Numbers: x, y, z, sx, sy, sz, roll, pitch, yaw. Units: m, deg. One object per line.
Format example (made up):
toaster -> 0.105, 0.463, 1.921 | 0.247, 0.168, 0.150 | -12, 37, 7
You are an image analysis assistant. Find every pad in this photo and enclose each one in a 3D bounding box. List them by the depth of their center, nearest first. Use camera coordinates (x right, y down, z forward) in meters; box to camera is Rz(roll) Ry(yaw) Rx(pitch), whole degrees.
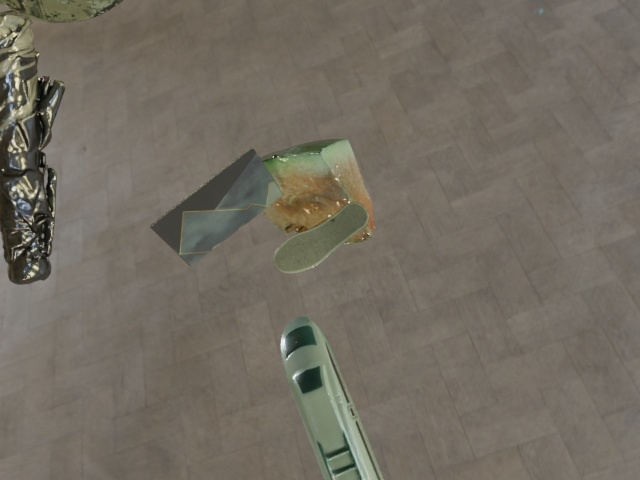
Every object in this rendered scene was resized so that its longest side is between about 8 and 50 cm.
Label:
pad -> -0.195, -0.060, 1.145 | 0.243, 0.163, 0.004 | -39, 55, -5

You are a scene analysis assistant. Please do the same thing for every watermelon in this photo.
watermelon -> -0.038, -0.124, 1.323 | 0.264, 0.302, 0.151 | -12, 45, 31

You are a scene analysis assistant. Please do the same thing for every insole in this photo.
insole -> 0.000, 0.000, 1.191 | 0.232, 0.003, 0.080 | -32, 84, 19

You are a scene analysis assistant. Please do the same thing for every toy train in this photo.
toy train -> 0.021, 0.311, 0.952 | 0.087, 0.088, 0.406 | -25, 73, 9

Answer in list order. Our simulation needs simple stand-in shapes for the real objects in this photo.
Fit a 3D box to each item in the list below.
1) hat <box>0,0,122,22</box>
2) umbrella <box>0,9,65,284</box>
hat -> -0.322, -0.356, 0.628 | 0.266, 0.265, 0.128 | -17, 26, 8
umbrella -> -0.400, -0.120, 0.792 | 0.113, 0.106, 0.357 | 2, 99, 53
